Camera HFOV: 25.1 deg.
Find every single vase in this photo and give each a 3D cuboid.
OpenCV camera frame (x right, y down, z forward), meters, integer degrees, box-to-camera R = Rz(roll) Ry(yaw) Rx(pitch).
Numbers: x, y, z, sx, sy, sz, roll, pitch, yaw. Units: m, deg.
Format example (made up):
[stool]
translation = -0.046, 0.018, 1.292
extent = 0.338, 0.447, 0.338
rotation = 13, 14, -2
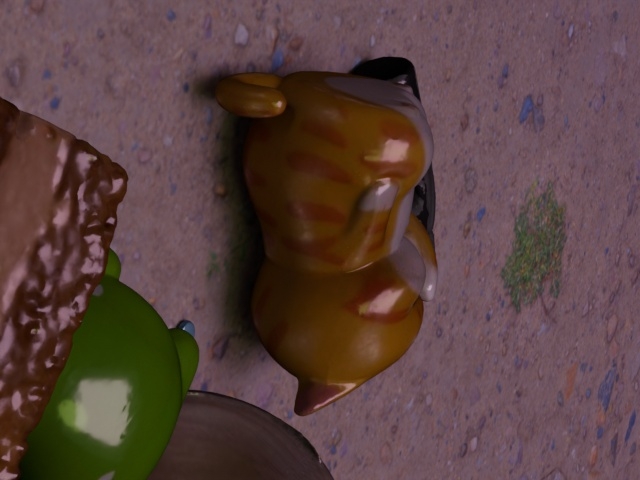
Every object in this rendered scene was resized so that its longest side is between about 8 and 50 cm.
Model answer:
[vase]
translation = 0.075, -0.062, 1.315
extent = 0.060, 0.060, 0.211
rotation = -45, 132, -40

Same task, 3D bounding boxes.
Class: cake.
[cake]
translation = -0.269, -0.014, 0.710
extent = 0.293, 0.198, 0.196
rotation = 33, 77, -50

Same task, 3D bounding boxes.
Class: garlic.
[garlic]
translation = -0.091, 0.233, 1.000
extent = 0.237, 0.291, 0.210
rotation = -111, -146, -68

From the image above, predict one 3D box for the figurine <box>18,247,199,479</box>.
[figurine]
translation = -0.194, 0.127, 0.906
extent = 0.162, 0.143, 0.263
rotation = 48, 69, -15

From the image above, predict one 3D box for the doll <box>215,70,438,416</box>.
[doll]
translation = 0.016, -0.011, 1.159
extent = 0.167, 0.162, 0.270
rotation = -73, 158, -74

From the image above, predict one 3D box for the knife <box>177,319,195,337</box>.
[knife]
translation = -0.114, 0.110, 1.130
extent = 0.027, 0.010, 0.096
rotation = 18, 82, -55
